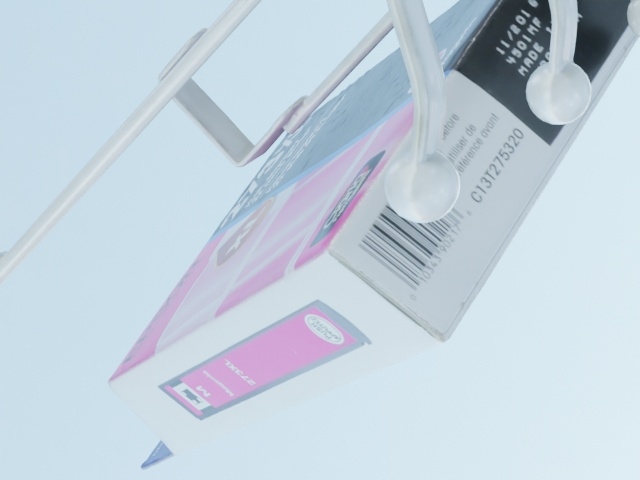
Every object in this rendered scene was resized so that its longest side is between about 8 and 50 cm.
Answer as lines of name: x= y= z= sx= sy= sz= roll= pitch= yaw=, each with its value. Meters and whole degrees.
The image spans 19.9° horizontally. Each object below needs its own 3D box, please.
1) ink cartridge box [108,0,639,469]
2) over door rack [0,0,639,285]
ink cartridge box: x=0.000 y=0.000 z=0.846 sx=0.069 sy=0.371 sz=0.176 roll=38 pitch=-115 yaw=-7
over door rack: x=0.024 y=-0.067 z=0.624 sx=0.108 sy=0.324 sz=0.239 roll=58 pitch=-147 yaw=-2
